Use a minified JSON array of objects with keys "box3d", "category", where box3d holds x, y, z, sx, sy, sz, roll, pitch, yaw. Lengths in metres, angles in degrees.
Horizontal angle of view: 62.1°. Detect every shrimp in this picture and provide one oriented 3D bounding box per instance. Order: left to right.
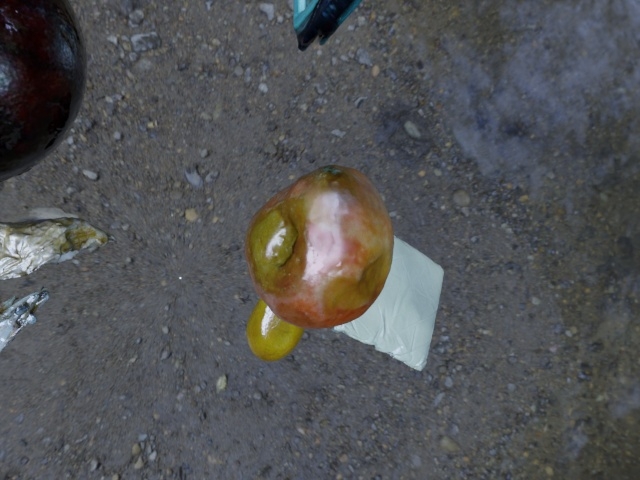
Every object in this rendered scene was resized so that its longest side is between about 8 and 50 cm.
[{"box3d":[-0.767,0.185,1.146,0.360,0.085,0.247,-31,63,-15],"category":"shrimp"}]

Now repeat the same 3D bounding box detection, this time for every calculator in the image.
[{"box3d":[0.044,-0.452,0.786,0.058,0.274,0.248,17,59,-33],"category":"calculator"}]

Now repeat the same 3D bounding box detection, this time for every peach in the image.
[{"box3d":[0.000,0.000,0.756,0.215,0.214,0.235,5,121,-14],"category":"peach"}]

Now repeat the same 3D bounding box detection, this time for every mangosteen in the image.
[{"box3d":[-0.303,-0.151,0.406,0.216,0.216,0.215,1,86,-15],"category":"mangosteen"}]

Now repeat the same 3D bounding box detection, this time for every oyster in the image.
[{"box3d":[-0.587,0.009,1.080,0.342,0.166,0.110,-10,97,-30],"category":"oyster"}]

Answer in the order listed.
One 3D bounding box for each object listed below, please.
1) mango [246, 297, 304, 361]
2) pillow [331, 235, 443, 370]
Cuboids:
[{"box3d":[-0.101,0.184,1.243,0.136,0.099,0.227,8,110,-11],"category":"mango"},{"box3d":[0.163,0.129,1.231,0.281,0.076,0.274,29,65,-28],"category":"pillow"}]
